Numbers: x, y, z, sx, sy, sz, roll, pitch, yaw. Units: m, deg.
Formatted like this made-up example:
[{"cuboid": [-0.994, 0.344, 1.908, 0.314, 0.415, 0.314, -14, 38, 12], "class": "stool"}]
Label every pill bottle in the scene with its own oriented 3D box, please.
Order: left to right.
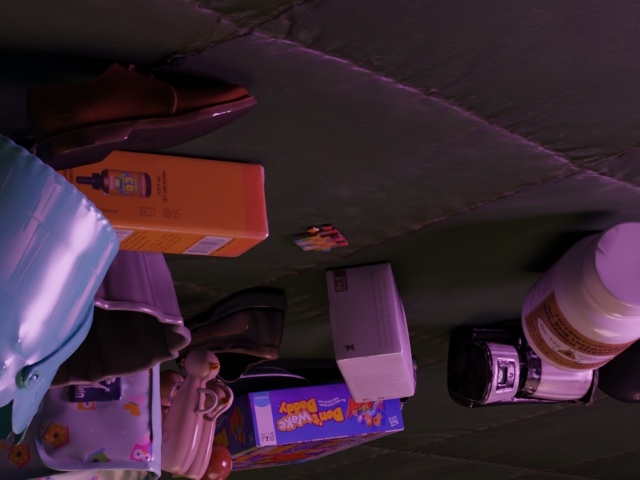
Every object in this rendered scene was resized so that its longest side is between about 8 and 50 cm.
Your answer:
[{"cuboid": [0.326, 0.064, 1.888, 0.131, 0.131, 0.229, -2, 161, -12], "class": "pill bottle"}]

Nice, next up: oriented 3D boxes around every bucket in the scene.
[{"cuboid": [-0.309, 0.019, 1.313, 0.281, 0.183, 0.281, 28, 162, 10], "class": "bucket"}]

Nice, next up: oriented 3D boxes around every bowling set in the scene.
[{"cuboid": [-0.188, 0.214, 2.063, 0.287, 0.154, 0.200, 9, 168, 42], "class": "bowling set"}]

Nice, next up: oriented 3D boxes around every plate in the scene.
[{"cuboid": [-0.106, 0.209, 2.350, 0.188, 0.024, 0.188, -6, 161, -2], "class": "plate"}]

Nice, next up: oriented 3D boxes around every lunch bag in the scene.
[{"cuboid": [-0.302, 0.196, 1.932, 0.262, 0.223, 0.160, -16, 152, 26], "class": "lunch bag"}]

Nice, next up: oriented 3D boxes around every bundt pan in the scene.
[{"cuboid": [-0.302, 0.057, 1.680, 0.330, 0.124, 0.331, -6, 161, -2], "class": "bundt pan"}]

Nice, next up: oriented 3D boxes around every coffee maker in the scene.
[{"cuboid": [0.265, 0.179, 2.229, 0.178, 0.120, 0.171, 2, 161, -21], "class": "coffee maker"}]

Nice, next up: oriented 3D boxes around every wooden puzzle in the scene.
[{"cuboid": [0.000, 0.000, 1.789, 0.049, 0.006, 0.083, -11, 161, 15], "class": "wooden puzzle"}]

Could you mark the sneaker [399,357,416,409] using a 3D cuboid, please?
[{"cuboid": [0.111, 0.215, 2.363, 0.038, 0.069, 0.098, 2, 160, -21], "class": "sneaker"}]

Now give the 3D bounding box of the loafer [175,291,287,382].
[{"cuboid": [-0.120, 0.139, 2.041, 0.096, 0.084, 0.267, 4, 159, -25], "class": "loafer"}]

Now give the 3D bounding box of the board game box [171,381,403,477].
[{"cuboid": [-0.061, 0.281, 2.420, 0.233, 0.078, 0.347, -3, 167, -26], "class": "board game box"}]

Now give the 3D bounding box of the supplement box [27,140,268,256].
[{"cuboid": [-0.169, -0.035, 1.521, 0.233, 0.078, 0.080, 6, 161, -30], "class": "supplement box"}]

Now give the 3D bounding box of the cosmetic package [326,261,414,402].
[{"cuboid": [0.064, 0.116, 1.987, 0.085, 0.117, 0.231, -8, 163, 3], "class": "cosmetic package"}]

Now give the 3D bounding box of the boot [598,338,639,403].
[{"cuboid": [0.503, 0.143, 2.178, 0.246, 0.094, 0.207, 2, 146, -5], "class": "boot"}]

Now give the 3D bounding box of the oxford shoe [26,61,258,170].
[{"cuboid": [-0.142, -0.113, 1.325, 0.212, 0.076, 0.076, -12, 167, -41], "class": "oxford shoe"}]
